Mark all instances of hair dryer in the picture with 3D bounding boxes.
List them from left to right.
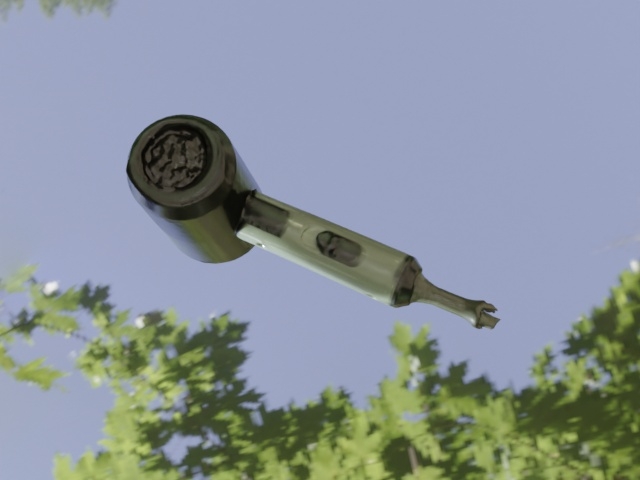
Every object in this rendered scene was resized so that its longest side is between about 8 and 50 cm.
[{"bbox_3d":[0.000,0.000,0.685,0.198,0.100,0.057,22,-100,10],"label":"hair dryer"}]
